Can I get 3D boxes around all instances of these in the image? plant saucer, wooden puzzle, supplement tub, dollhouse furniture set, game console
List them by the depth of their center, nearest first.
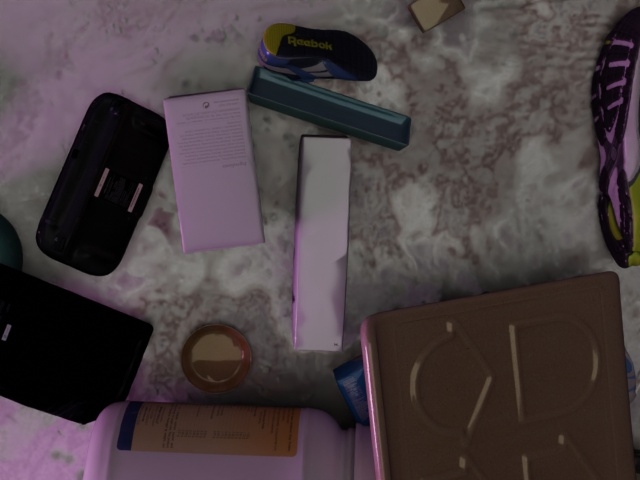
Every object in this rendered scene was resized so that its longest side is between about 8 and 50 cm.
[{"bbox_3d":[0.193,0.212,1.486,0.348,0.080,0.322,-9,97,-28],"label":"wooden puzzle"},{"bbox_3d":[-0.090,0.295,1.507,0.316,0.228,0.228,2,96,2],"label":"supplement tub"},{"bbox_3d":[0.138,-0.350,1.522,0.161,0.101,0.182,-31,97,0],"label":"dollhouse furniture set"},{"bbox_3d":[-0.260,0.017,1.539,0.213,0.044,0.361,27,81,-35],"label":"game console"},{"bbox_3d":[0.010,-0.149,1.560,0.192,0.067,0.018,17,125,-5],"label":"plant saucer"},{"bbox_3d":[-0.122,0.138,1.605,0.083,0.015,0.083,0,97,-3],"label":"plant saucer"}]

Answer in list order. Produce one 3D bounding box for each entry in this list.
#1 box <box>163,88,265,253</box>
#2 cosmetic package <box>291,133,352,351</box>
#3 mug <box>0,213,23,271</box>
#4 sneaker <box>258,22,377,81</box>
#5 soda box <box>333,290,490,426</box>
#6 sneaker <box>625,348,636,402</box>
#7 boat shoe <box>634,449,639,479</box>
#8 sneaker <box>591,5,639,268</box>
[{"bbox_3d":[-0.118,-0.080,1.523,0.091,0.130,0.170,-7,96,-3],"label":"box"},{"bbox_3d":[0.000,0.000,1.556,0.060,0.099,0.239,2,96,-4],"label":"cosmetic package"},{"bbox_3d":[-0.415,0.035,1.535,0.129,0.097,0.158,41,92,-7],"label":"mug"},{"bbox_3d":[-0.005,-0.208,1.558,0.144,0.059,0.053,12,64,-20],"label":"sneaker"},{"bbox_3d":[0.122,0.138,1.591,0.210,0.071,0.067,-26,97,0],"label":"soda box"},{"bbox_3d":[0.250,0.165,1.603,0.237,0.085,0.086,-7,75,-3],"label":"sneaker"},{"bbox_3d":[0.334,0.257,1.618,0.223,0.080,0.073,18,90,-11],"label":"boat shoe"},{"bbox_3d":[0.387,-0.121,1.573,0.121,0.111,0.300,-6,102,-13],"label":"sneaker"}]
